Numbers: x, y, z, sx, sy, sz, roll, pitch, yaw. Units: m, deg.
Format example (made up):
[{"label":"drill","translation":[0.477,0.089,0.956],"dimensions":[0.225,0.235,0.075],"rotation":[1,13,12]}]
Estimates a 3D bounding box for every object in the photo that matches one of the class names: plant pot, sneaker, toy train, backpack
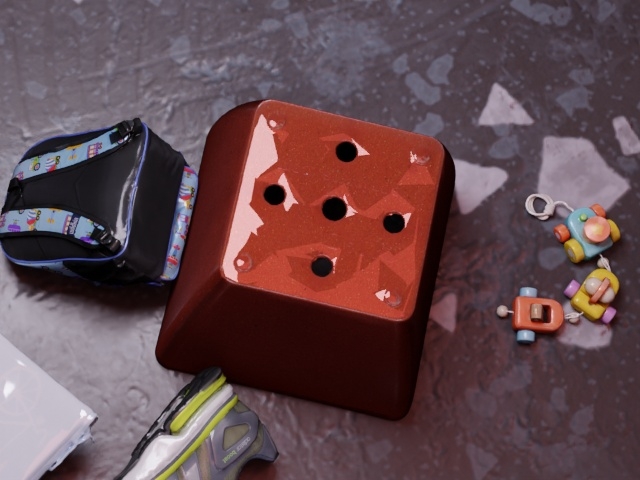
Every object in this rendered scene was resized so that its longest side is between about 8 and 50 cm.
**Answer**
[{"label":"plant pot","translation":[0.000,0.000,1.577],"dimensions":[0.267,0.236,0.267],"rotation":[13,73,-3]},{"label":"sneaker","translation":[-0.153,0.268,1.554],"dimensions":[0.121,0.111,0.300],"rotation":[40,79,-6]},{"label":"toy train","translation":[0.255,0.029,1.699],"dimensions":[0.125,0.046,0.166],"rotation":[11,74,-4]},{"label":"backpack","translation":[-0.228,-0.030,1.615],"dimensions":[0.173,0.117,0.158],"rotation":[-5,66,31]}]

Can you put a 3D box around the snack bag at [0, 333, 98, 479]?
[{"label":"snack bag","translation":[-0.435,0.184,1.540],"dimensions":[0.342,0.037,0.323],"rotation":[39,78,14]}]
